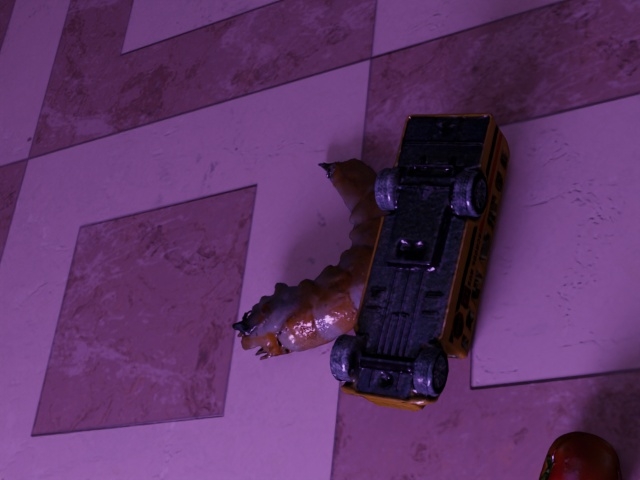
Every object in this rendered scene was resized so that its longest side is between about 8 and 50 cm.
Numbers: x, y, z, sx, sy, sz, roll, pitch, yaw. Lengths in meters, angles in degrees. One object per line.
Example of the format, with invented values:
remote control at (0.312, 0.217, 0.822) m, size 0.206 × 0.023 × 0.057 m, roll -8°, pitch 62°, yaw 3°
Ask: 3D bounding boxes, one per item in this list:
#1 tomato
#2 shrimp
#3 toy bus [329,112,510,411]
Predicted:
tomato at (0.245, 0.223, 0.978) m, size 0.075 × 0.087 × 0.087 m, roll 17°, pitch 70°, yaw 3°
shrimp at (0.021, 0.014, 1.270) m, size 0.185 × 0.068 × 0.287 m, roll 3°, pitch 64°, yaw 35°
toy bus at (0.119, 0.023, 1.155) m, size 0.121 × 0.123 × 0.335 m, roll 4°, pitch 69°, yaw 30°
